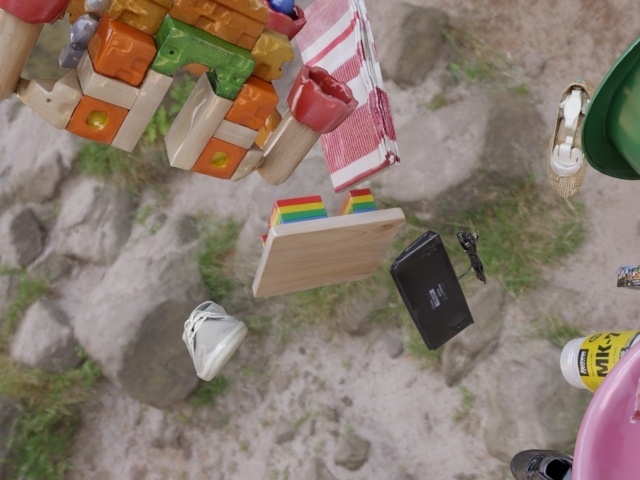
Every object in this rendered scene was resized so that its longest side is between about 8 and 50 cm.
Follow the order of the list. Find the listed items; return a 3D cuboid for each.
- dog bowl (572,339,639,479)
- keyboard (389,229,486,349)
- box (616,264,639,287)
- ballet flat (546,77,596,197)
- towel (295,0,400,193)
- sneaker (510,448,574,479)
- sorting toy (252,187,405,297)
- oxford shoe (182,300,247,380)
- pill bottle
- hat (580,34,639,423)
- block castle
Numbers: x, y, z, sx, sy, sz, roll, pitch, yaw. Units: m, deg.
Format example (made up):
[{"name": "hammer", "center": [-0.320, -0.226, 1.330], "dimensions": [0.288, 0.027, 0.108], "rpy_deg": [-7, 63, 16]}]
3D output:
[{"name": "dog bowl", "center": [0.403, 0.215, 0.646], "dimensions": [0.408, 0.150, 0.408], "rpy_deg": [-30, 35, 24]}, {"name": "keyboard", "center": [0.260, 0.089, 1.580], "dimensions": [0.201, 0.317, 0.033], "rpy_deg": [-35, 45, -6]}, {"name": "box", "center": [0.713, 0.083, 1.455], "dimensions": [0.159, 0.233, 0.044], "rpy_deg": [138, 139, -84]}, {"name": "ballet flat", "center": [0.425, -0.177, 1.310], "dimensions": [0.073, 0.067, 0.206], "rpy_deg": [7, 95, 28]}, {"name": "towel", "center": [0.034, -0.260, 1.302], "dimensions": [0.237, 0.037, 0.329], "rpy_deg": [-21, 81, 66]}, {"name": "sneaker", "center": [0.455, 0.443, 1.473], "dimensions": [0.107, 0.124, 0.283], "rpy_deg": [-54, 22, -15]}, {"name": "sorting toy", "center": [0.000, 0.000, 1.498], "dimensions": [0.255, 0.257, 0.089], "rpy_deg": [113, 143, -58]}, {"name": "oxford shoe", "center": [-0.275, 0.236, 1.895], "dimensions": [0.169, 0.130, 0.449], "rpy_deg": [-49, 9, -5]}, {"name": "pill bottle", "center": [0.548, 0.226, 1.406], "dimensions": [0.208, 0.119, 0.119], "rpy_deg": [-23, 46, 67]}, {"name": "hat", "center": [0.273, -0.026, 0.470], "dimensions": [0.208, 0.173, 0.183], "rpy_deg": [100, 161, -52]}, {"name": "block castle", "center": [-0.187, -0.268, 0.929], "dimensions": [0.213, 0.453, 0.303], "rpy_deg": [-52, 43, 27]}]
